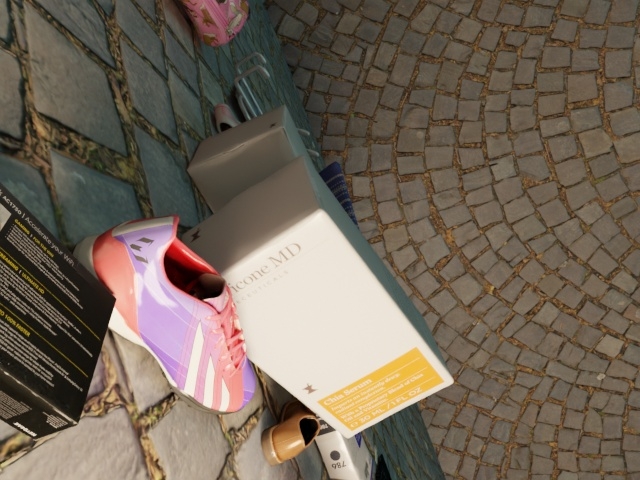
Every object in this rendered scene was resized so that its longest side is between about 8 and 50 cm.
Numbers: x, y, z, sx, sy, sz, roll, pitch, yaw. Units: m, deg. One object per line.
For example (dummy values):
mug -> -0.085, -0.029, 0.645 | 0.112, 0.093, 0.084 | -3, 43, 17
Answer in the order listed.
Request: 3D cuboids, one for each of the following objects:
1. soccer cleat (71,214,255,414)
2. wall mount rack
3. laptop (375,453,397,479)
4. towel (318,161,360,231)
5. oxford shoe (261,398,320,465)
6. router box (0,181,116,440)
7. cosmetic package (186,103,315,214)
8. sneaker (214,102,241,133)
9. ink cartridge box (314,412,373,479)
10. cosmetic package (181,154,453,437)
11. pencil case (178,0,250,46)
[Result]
soccer cleat -> -0.137, 0.101, 0.567 | 0.109, 0.116, 0.318 | -100, 165, -49
wall mount rack -> -0.140, -0.378, 1.441 | 0.304, 0.130, 0.350 | 59, 8, -30
laptop -> 0.254, 0.729, 1.340 | 0.264, 0.136, 0.235 | 7, 63, -79
towel -> 0.000, 0.000, 1.208 | 0.040, 0.243, 0.336 | 14, 52, -46
oxford shoe -> -0.031, 0.316, 0.833 | 0.212, 0.076, 0.076 | 7, 61, -81
router box -> -0.236, 0.042, 0.363 | 0.133, 0.046, 0.179 | -99, 165, -52
cosmetic package -> -0.080, -0.052, 0.980 | 0.155, 0.196, 0.366 | -92, 160, -60
sneaker -> -0.203, -0.251, 1.151 | 0.134, 0.050, 0.070 | 51, 22, -51
ink cartridge box -> 0.022, 0.367, 1.048 | 0.165, 0.065, 0.333 | -22, 89, -80
cosmetic package -> 0.012, 0.116, 0.792 | 0.453, 0.230, 0.162 | 50, 13, -35
pencil case -> -0.296, -0.608, 1.085 | 0.386, 0.167, 0.160 | 46, 60, -66
